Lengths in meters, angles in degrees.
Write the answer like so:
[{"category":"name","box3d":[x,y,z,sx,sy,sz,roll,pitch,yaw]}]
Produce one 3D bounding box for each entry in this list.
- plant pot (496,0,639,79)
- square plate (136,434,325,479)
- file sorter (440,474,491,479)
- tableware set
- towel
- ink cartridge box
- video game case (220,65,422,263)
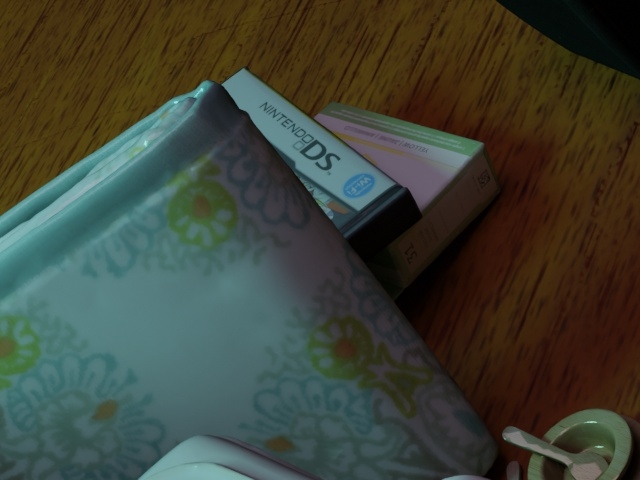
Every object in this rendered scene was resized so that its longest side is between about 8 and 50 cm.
[{"category":"plant pot","box3d":[0.222,-0.227,1.490,0.187,0.167,0.188,-47,33,-7]},{"category":"square plate","box3d":[-0.093,0.231,0.997,0.344,0.049,0.347,-43,28,-22]},{"category":"file sorter","box3d":[0.072,0.286,1.002,0.193,0.173,0.278,-39,22,19]},{"category":"tableware set","box3d":[0.163,0.175,1.215,0.128,0.039,0.194,-27,37,22]},{"category":"towel","box3d":[-0.122,0.118,1.322,0.374,0.320,0.090,-34,18,14]},{"category":"ink cartridge box","box3d":[0.000,0.000,1.510,0.171,0.056,0.235,20,54,43]},{"category":"video game case","box3d":[-0.098,0.003,1.494,0.275,0.035,0.248,-38,41,-10]}]
